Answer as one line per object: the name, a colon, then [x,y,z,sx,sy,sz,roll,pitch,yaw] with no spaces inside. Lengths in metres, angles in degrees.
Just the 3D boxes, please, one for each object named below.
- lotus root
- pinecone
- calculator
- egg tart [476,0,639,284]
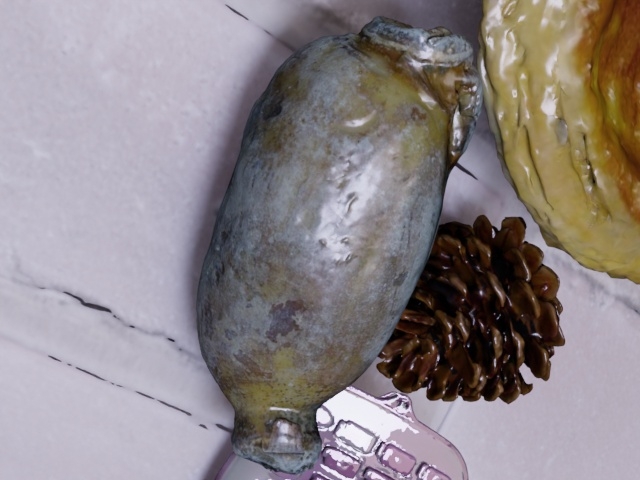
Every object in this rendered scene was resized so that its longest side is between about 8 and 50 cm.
lotus root: [-0.002,-0.001,0.952,0.175,0.175,0.349,15,100,-37]
pinecone: [0.115,0.063,1.058,0.174,0.173,0.173,-12,111,-32]
calculator: [-0.008,0.246,1.047,0.194,0.043,0.294,30,95,-7]
egg tart: [0.264,-0.184,1.062,0.443,0.178,0.443,-12,111,-36]
